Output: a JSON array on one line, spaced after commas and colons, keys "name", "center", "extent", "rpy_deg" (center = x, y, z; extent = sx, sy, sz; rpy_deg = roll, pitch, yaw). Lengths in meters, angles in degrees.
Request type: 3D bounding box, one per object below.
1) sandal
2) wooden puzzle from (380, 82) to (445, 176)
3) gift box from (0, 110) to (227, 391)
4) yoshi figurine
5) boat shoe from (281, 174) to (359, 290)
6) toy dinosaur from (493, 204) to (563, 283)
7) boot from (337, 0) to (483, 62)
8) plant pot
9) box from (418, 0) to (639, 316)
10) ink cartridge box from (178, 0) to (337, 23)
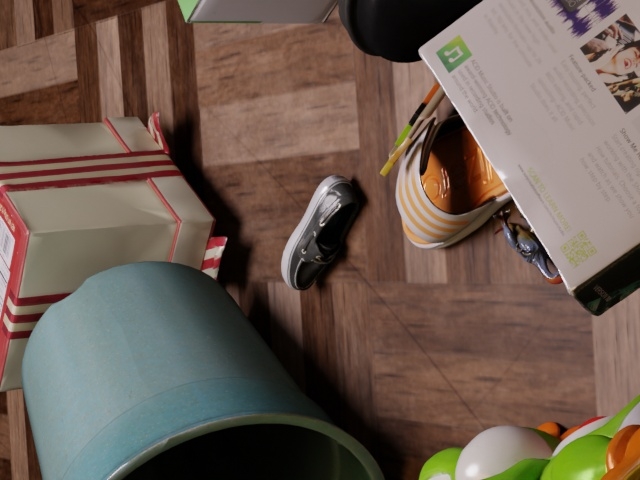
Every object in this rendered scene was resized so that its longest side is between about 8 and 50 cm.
[{"name": "sandal", "center": [0.122, -0.069, 1.502], "extent": [0.265, 0.076, 0.102], "rpy_deg": [-34, 63, 55]}, {"name": "wooden puzzle", "center": [0.089, -0.111, 1.533], "extent": [0.014, 0.116, 0.078], "rpy_deg": [37, 135, -1]}, {"name": "gift box", "center": [-0.259, 0.002, 1.957], "extent": [0.255, 0.258, 0.276], "rpy_deg": [55, 136, 39]}, {"name": "yoshi figurine", "center": [0.176, 0.238, 1.353], "extent": [0.362, 0.203, 0.203], "rpy_deg": [-14, 89, 61]}, {"name": "boat shoe", "center": [0.000, 0.000, 1.739], "extent": [0.040, 0.049, 0.142], "rpy_deg": [54, 135, 39]}, {"name": "toy dinosaur", "center": [0.185, 0.005, 1.468], "extent": [0.090, 0.047, 0.082], "rpy_deg": [76, 168, -73]}, {"name": "boot", "center": [0.152, -0.196, 1.390], "extent": [0.348, 0.131, 0.260], "rpy_deg": [-55, 49, 45]}, {"name": "plant pot", "center": [-0.147, 0.211, 1.771], "extent": [0.334, 0.341, 0.341], "rpy_deg": [-122, 40, -50]}, {"name": "box", "center": [0.250, -0.133, 1.145], "extent": [0.322, 0.058, 0.232], "rpy_deg": [-37, 57, 14]}, {"name": "ink cartridge box", "center": [-0.083, -0.327, 1.725], "extent": [0.092, 0.160, 0.219], "rpy_deg": [-52, 52, 47]}]
